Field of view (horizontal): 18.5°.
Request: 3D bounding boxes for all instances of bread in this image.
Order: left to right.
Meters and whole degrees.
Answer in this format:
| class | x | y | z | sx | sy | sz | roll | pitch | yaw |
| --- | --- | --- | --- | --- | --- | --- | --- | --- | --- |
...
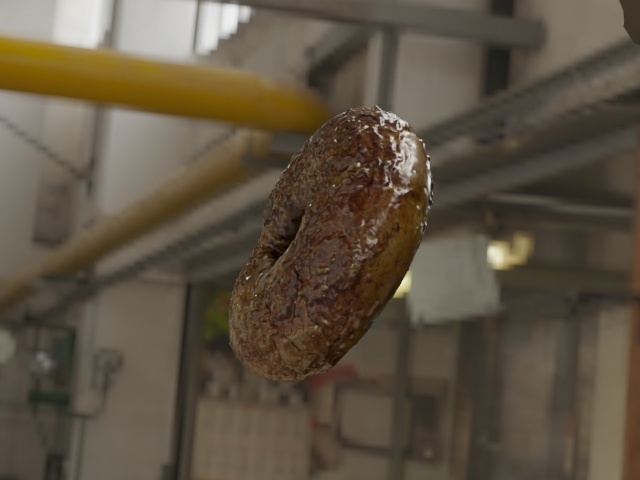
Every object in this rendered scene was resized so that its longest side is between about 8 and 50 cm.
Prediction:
| class | x | y | z | sx | sy | sz | roll | pitch | yaw |
| --- | --- | --- | --- | --- | --- | --- | --- | --- | --- |
| bread | 0.000 | 0.000 | 1.212 | 0.064 | 0.193 | 0.193 | 29 | -17 | -21 |

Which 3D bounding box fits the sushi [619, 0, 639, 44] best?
| class | x | y | z | sx | sy | sz | roll | pitch | yaw |
| --- | --- | --- | --- | --- | --- | --- | --- | --- | --- |
| sushi | 0.378 | -0.286 | 1.951 | 0.153 | 0.150 | 0.172 | 27 | -15 | 44 |
